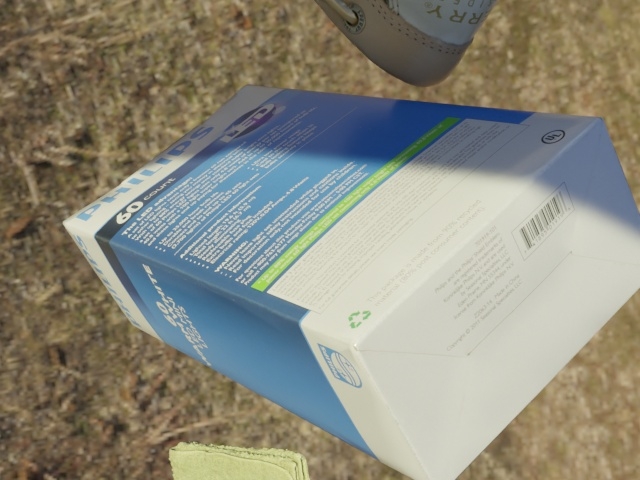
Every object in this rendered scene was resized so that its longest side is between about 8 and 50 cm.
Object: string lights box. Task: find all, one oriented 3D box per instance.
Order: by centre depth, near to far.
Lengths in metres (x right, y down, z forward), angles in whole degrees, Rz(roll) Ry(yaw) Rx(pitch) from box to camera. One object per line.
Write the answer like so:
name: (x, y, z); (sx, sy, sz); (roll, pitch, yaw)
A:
string lights box: (0.000, 0.000, 0.496); (0.133, 0.260, 0.076); (-40, 119, -21)

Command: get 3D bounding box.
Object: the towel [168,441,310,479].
towel: (-0.066, 0.231, 0.974); (0.027, 0.148, 0.110); (-25, 109, -57)

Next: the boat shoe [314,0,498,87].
boat shoe: (-0.035, -0.211, 0.567); (0.122, 0.110, 0.341); (-12, 50, -39)
